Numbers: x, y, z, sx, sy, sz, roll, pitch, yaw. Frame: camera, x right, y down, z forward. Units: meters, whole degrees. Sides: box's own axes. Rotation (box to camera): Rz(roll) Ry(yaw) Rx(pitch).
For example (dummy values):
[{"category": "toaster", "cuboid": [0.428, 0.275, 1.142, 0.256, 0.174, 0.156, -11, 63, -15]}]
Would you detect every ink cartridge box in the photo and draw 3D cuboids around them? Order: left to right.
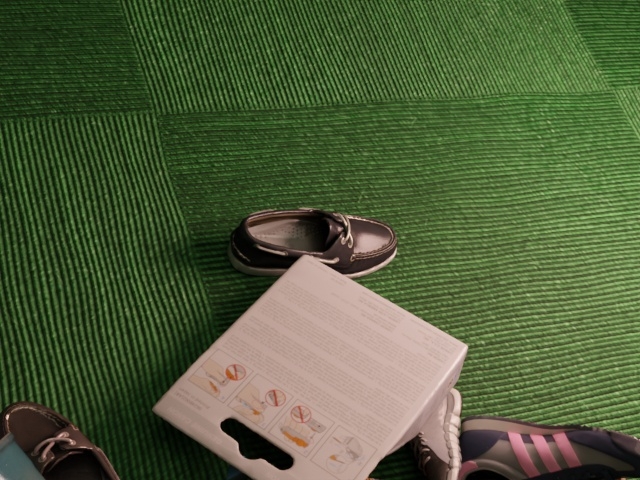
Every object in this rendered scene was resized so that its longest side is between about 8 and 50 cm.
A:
[{"category": "ink cartridge box", "cuboid": [-0.009, 0.221, 1.583, 0.308, 0.091, 0.385, 30, 51, 19]}]

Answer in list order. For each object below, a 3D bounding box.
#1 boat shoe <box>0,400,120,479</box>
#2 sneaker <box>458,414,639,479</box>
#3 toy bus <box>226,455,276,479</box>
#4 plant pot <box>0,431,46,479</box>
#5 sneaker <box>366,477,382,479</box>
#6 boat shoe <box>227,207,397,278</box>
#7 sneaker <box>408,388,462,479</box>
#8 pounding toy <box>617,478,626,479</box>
[{"category": "boat shoe", "cuboid": [-0.313, 0.332, 1.438, 0.112, 0.095, 0.335, -32, 72, -34]}, {"category": "sneaker", "cuboid": [0.343, 0.343, 1.588, 0.112, 0.319, 0.131, 46, 53, -42]}, {"category": "toy bus", "cuboid": [-0.096, 0.418, 1.453, 0.202, 0.104, 0.191, 51, 30, -5]}, {"category": "plant pot", "cuboid": [-0.386, 0.413, 1.270, 0.255, 0.271, 0.271, 49, 53, -4]}, {"category": "sneaker", "cuboid": [0.062, 0.375, 1.556, 0.214, 0.083, 0.084, 6, 53, -18]}, {"category": "boat shoe", "cuboid": [0.000, 0.000, 1.782, 0.302, 0.091, 0.114, -7, 60, -24]}, {"category": "sneaker", "cuboid": [0.142, 0.307, 1.632, 0.132, 0.086, 0.229, 14, 36, -2]}, {"category": "pounding toy", "cuboid": [0.398, 0.410, 1.634, 0.130, 0.100, 0.141, 54, 43, -33]}]
